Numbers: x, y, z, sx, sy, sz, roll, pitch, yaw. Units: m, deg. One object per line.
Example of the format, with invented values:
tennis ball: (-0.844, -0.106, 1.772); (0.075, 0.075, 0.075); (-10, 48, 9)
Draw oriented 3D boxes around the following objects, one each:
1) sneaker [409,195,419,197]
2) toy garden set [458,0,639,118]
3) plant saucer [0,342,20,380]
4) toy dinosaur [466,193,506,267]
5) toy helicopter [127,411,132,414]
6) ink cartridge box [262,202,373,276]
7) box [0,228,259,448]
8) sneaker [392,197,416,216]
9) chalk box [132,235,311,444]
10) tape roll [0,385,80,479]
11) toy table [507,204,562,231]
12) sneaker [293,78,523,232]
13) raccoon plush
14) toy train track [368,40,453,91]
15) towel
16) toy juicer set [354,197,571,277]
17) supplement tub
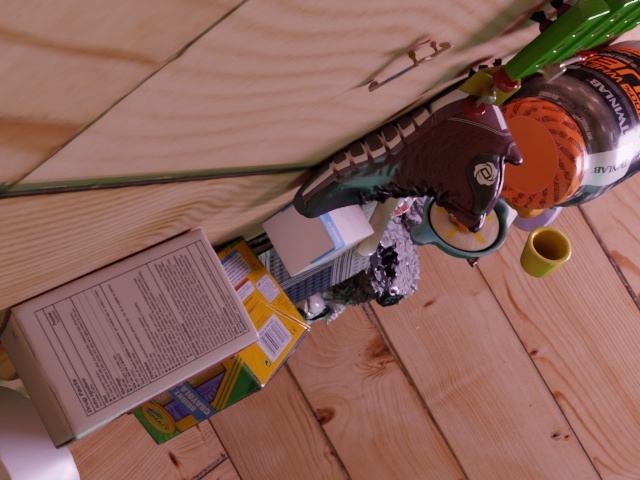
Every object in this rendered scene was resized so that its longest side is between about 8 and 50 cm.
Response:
sneaker: (0.192, -0.127, 1.464); (0.161, 0.057, 0.075); (-33, -159, -28)
toy garden set: (0.275, -0.229, 0.892); (0.244, 0.049, 0.204); (-27, 173, -36)
plant saucer: (-0.337, 0.127, 1.041); (0.200, 0.037, 0.200); (-30, 175, -3)
toy dinosaur: (0.327, -0.106, 1.455); (0.296, 0.127, 0.200); (-37, 149, -28)
toy helicopter: (-0.377, 0.263, 1.619); (0.235, 0.140, 0.355); (-28, 177, 17)
ink cartridge box: (0.003, -0.019, 1.187); (0.092, 0.090, 0.143); (-33, 173, 31)
box: (-0.213, 0.108, 0.905); (0.232, 0.148, 0.127); (-25, 174, -32)
sneaker: (0.149, -0.081, 1.581); (0.158, 0.061, 0.065); (-26, 180, -28)
chalk box: (-0.197, 0.157, 1.180); (0.289, 0.179, 0.180); (-32, -173, 31)
tape roll: (-0.473, 0.358, 1.156); (0.286, 0.286, 0.100); (-33, 174, 33)
toy table: (0.498, -0.145, 1.973); (0.252, 0.274, 0.161); (12, -163, 41)
sneaker: (0.116, -0.062, 0.978); (0.281, 0.162, 0.106); (-31, 175, 10)
raccoon plush: (0.090, 0.057, 1.896); (0.299, 0.216, 0.446); (-23, 180, 39)
toy train track: (0.076, -0.155, 0.705); (0.083, 0.014, 0.048); (-26, -176, 28)
towel: (-0.037, 0.032, 1.411); (0.312, 0.056, 0.324); (-26, 159, -15)
toy juicer set: (0.221, -0.059, 1.267); (0.329, 0.209, 0.089); (7, 147, -6)
supplement tub: (0.417, -0.179, 1.257); (0.338, 0.207, 0.207); (-27, 174, -35)
